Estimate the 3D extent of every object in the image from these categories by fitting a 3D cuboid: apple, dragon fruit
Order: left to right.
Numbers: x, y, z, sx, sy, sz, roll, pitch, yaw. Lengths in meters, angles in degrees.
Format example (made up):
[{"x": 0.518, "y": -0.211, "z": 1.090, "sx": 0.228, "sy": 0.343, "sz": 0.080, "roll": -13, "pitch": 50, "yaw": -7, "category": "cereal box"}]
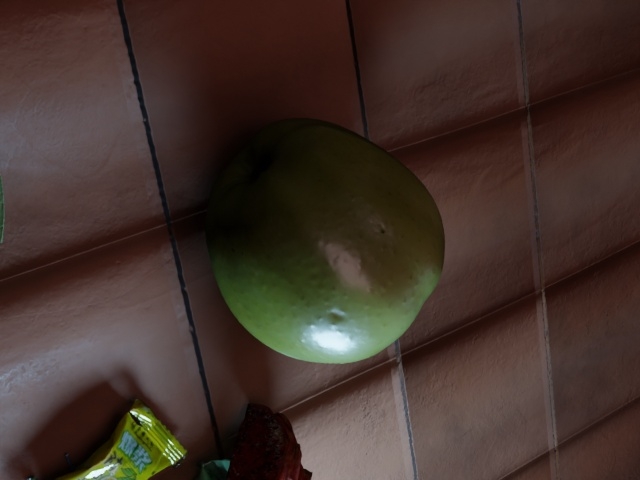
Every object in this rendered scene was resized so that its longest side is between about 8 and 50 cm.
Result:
[{"x": -0.079, "y": 0.501, "z": 1.878, "sx": 0.205, "sy": 0.152, "sz": 0.316, "roll": 58, "pitch": 28, "yaw": -34, "category": "dragon fruit"}, {"x": 0.000, "y": 0.000, "z": 1.739, "sx": 0.474, "sy": 0.474, "sz": 0.473, "roll": -9, "pitch": 106, "yaw": -33, "category": "apple"}]

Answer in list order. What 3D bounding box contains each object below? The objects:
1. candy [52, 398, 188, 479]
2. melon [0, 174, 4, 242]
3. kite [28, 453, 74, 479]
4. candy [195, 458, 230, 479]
[{"x": -0.412, "y": 0.463, "z": 1.776, "sx": 0.297, "sy": 0.081, "sz": 0.187, "roll": -44, "pitch": 125, "yaw": -21, "category": "candy"}, {"x": -0.603, "y": -0.120, "z": 1.544, "sx": 0.114, "sy": 0.053, "sz": 0.261, "roll": -11, "pitch": 104, "yaw": -13, "category": "melon"}, {"x": -0.523, "y": 0.511, "z": 1.756, "sx": 0.183, "sy": 0.010, "sz": 0.160, "roll": -38, "pitch": 123, "yaw": -25, "category": "kite"}, {"x": -0.244, "y": 0.682, "z": 1.854, "sx": 0.263, "sy": 0.172, "sz": 0.397, "roll": 55, "pitch": 42, "yaw": -32, "category": "candy"}]
